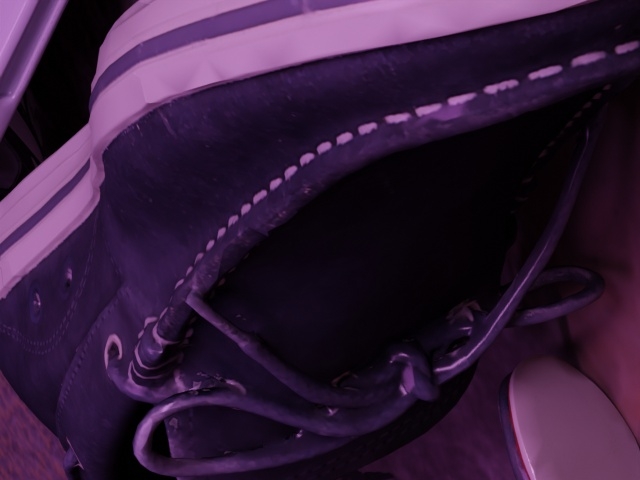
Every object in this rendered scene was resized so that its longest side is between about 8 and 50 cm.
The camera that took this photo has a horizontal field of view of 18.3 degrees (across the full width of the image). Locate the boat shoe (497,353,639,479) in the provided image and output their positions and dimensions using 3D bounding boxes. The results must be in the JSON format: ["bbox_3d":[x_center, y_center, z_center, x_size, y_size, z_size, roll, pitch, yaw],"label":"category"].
[{"bbox_3d":[0.097,0.107,0.707,0.137,0.049,0.043,62,149,8],"label":"boat shoe"}]

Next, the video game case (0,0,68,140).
[{"bbox_3d":[-0.185,-0.161,0.954,0.227,0.026,0.206,41,109,41],"label":"video game case"}]

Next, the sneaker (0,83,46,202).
[{"bbox_3d":[-0.180,-0.048,0.999,0.106,0.078,0.234,36,-149,-85],"label":"sneaker"}]

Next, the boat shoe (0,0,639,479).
[{"bbox_3d":[0.000,0.000,0.686,0.156,0.187,0.500,67,154,6],"label":"boat shoe"}]
